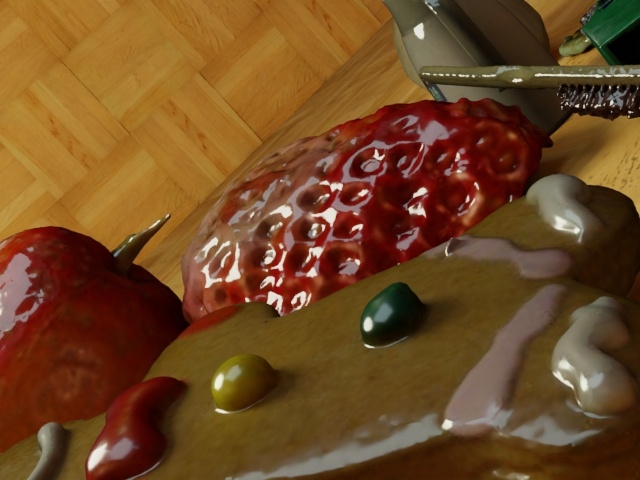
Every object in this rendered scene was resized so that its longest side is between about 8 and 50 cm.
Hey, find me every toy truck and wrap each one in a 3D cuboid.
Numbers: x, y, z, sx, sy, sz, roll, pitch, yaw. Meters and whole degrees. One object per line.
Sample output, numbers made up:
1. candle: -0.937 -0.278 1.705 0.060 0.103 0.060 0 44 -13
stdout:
1. toy truck: 0.249 -0.160 0.817 0.079 0.065 0.147 -39 12 17

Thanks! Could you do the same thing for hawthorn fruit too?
1. hawthorn fruit: -0.235 0.119 0.953 0.258 0.258 0.261 -26 60 58

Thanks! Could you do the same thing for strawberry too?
1. strawberry: 0.022 -0.024 0.885 0.336 0.149 0.265 -34 12 33

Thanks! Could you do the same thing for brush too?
1. brush: 0.165 -0.110 0.781 0.248 0.043 0.036 13 90 51

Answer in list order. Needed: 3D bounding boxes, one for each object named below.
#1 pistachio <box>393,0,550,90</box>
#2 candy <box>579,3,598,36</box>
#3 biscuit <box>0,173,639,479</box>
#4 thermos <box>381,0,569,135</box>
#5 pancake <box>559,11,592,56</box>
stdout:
1. pistachio: 0.162 -0.221 1.191 0.137 0.153 0.238 -52 37 4
2. candy: 0.323 -0.247 0.931 0.226 0.051 0.094 -39 14 18
3. biscuit: -0.045 0.091 0.523 0.432 0.064 0.283 -22 21 15
4. thermos: 0.129 -0.166 0.926 0.105 0.193 0.137 -40 11 9
5. pancake: 0.293 -0.232 1.061 0.116 0.022 0.129 -28 23 55
